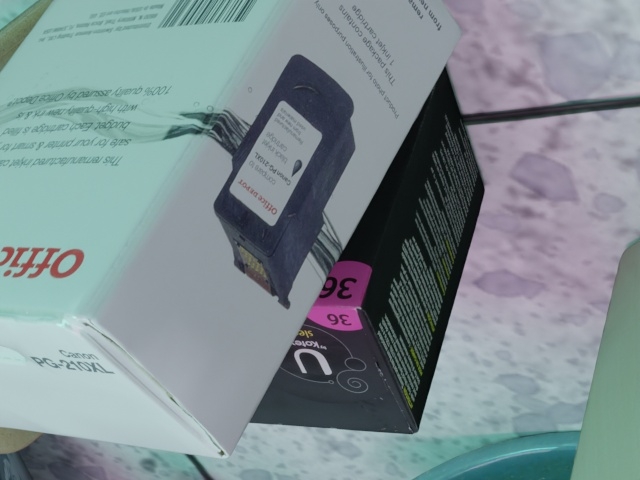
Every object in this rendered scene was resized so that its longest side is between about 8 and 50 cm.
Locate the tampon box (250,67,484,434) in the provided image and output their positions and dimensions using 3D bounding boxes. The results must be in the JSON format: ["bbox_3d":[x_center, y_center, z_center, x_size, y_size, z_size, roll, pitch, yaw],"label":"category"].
[{"bbox_3d":[0.000,0.000,0.796,0.120,0.161,0.101,0,139,24],"label":"tampon box"}]

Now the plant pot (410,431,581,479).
[{"bbox_3d":[0.177,0.354,0.991,0.341,0.341,0.334,-7,131,32],"label":"plant pot"}]

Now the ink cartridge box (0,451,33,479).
[{"bbox_3d":[-0.226,0.241,1.169,0.045,0.224,0.223,-16,140,-4],"label":"ink cartridge box"}]

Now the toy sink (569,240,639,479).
[{"bbox_3d":[0.220,0.095,0.754,0.131,0.234,0.153,33,141,-17],"label":"toy sink"}]

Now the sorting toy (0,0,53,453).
[{"bbox_3d":[-0.175,-0.041,0.845,0.229,0.041,0.307,-36,127,1],"label":"sorting toy"}]

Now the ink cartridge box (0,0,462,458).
[{"bbox_3d":[-0.071,-0.033,0.699,0.172,0.237,0.100,1,141,43],"label":"ink cartridge box"}]
